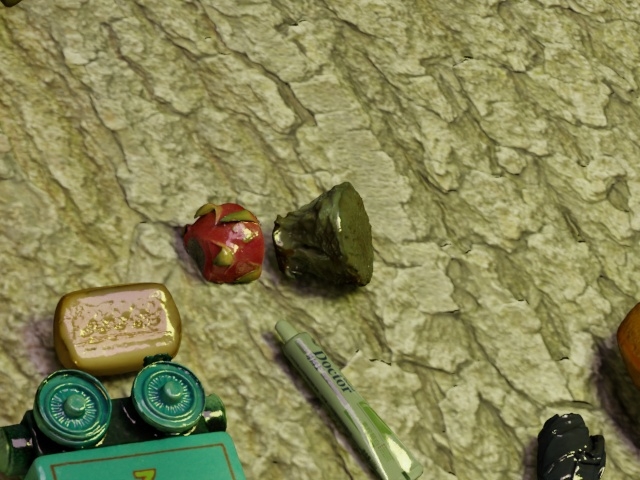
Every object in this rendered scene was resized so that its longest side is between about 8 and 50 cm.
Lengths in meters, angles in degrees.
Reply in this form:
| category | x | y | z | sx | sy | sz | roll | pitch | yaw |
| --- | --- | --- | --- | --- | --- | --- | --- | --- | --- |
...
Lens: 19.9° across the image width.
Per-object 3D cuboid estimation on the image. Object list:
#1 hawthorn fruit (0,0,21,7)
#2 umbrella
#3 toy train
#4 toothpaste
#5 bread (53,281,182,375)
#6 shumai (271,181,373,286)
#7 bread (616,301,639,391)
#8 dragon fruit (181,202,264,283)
| category | x | y | z | sx | sy | sz | roll | pitch | yaw |
| --- | --- | --- | --- | --- | --- | --- | --- | --- | --- |
| hawthorn fruit | -0.403 | -0.345 | 1.774 | 0.307 | 0.265 | 0.265 | 51 | 45 | -10 |
| umbrella | 0.231 | 0.263 | 1.671 | 0.071 | 0.071 | 0.248 | 19 | 45 | -10 |
| toy train | -0.165 | 0.193 | 1.508 | 0.203 | 0.112 | 0.163 | -6 | 60 | -28 |
| toothpaste | 0.022 | 0.150 | 1.694 | 0.048 | 0.029 | 0.197 | -27 | 70 | -39 |
| bread | -0.183 | 0.081 | 1.632 | 0.115 | 0.056 | 0.082 | -12 | 76 | -19 |
| shumai | 0.000 | 0.001 | 1.786 | 0.087 | 0.124 | 0.099 | -10 | 70 | 15 |
| bread | 0.417 | 0.144 | 1.805 | 0.270 | 0.142 | 0.195 | 44 | 26 | 25 |
| dragon fruit | -0.092 | -0.001 | 1.748 | 0.056 | 0.060 | 0.083 | -14 | 61 | -39 |
